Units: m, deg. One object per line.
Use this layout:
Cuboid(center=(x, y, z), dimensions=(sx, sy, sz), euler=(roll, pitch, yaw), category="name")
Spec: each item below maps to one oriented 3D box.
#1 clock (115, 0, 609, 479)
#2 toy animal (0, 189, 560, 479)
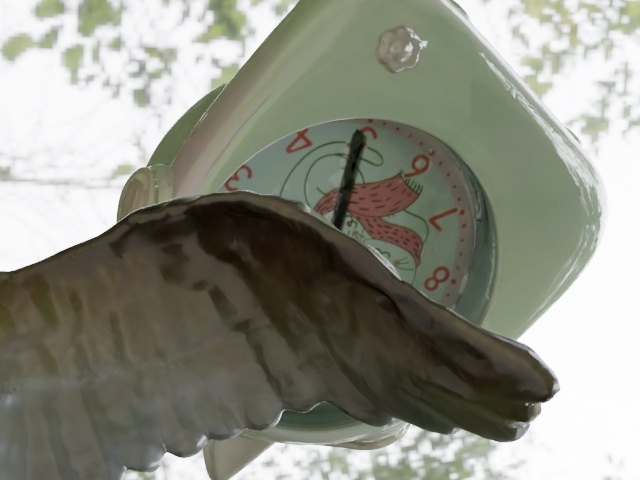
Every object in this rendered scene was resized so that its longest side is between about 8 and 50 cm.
Cuboid(center=(0.000, 0.000, 1.049), dimensions=(0.324, 0.265, 0.108), euler=(-44, -149, 3), category="clock")
Cuboid(center=(-0.096, 0.027, 0.396), dimensions=(0.272, 0.160, 0.197), euler=(-15, -62, 34), category="toy animal")
